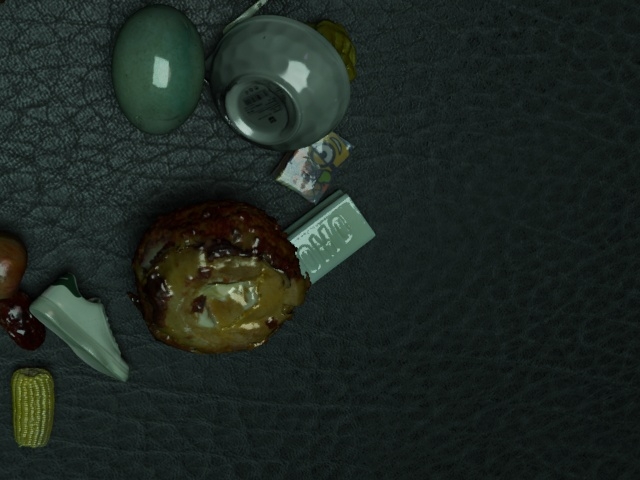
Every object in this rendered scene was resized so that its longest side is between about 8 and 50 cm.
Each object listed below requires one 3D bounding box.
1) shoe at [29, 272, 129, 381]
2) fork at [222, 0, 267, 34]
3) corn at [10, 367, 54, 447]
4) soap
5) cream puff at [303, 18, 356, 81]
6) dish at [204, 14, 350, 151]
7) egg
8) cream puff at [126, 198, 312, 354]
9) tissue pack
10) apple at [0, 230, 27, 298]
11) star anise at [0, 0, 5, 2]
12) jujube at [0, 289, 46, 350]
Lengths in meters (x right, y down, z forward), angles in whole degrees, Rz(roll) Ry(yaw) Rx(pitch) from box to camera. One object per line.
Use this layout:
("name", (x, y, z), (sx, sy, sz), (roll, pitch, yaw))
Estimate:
("shoe", (-0.450, 0.173, 1.792), (0.265, 0.095, 0.110), (51, 58, -37))
("fork", (-0.102, -0.466, 1.739), (0.219, 0.028, 0.034), (-42, 120, 3))
("corn", (-0.580, 0.336, 1.819), (0.085, 0.063, 0.165), (0, 108, -26))
("soap", (0.000, 0.000, 1.884), (0.198, 0.066, 0.119), (-37, 111, -3))
("cream puff", (0.011, -0.353, 1.744), (0.156, 0.156, 0.121), (29, 114, -22))
("dish", (-0.094, -0.266, 1.674), (0.303, 0.120, 0.303), (10, 130, 12))
("egg", (-0.295, -0.309, 1.648), (0.169, 0.169, 0.236), (-3, 106, -15))
("cream puff", (-0.205, 0.060, 1.753), (0.350, 0.229, 0.350), (-8, 130, -10))
("tissue pack", (-0.015, -0.160, 1.834), (0.108, 0.060, 0.148), (32, 97, -21))
("apple", (-0.605, 0.047, 1.692), (0.102, 0.126, 0.126), (17, 101, -19))
("star anise", (-0.648, -0.416, 1.541), (0.190, 0.126, 0.220), (25, 101, -18))
("jujube", (-0.583, 0.158, 1.760), (0.077, 0.077, 0.129), (-24, 116, -8))
